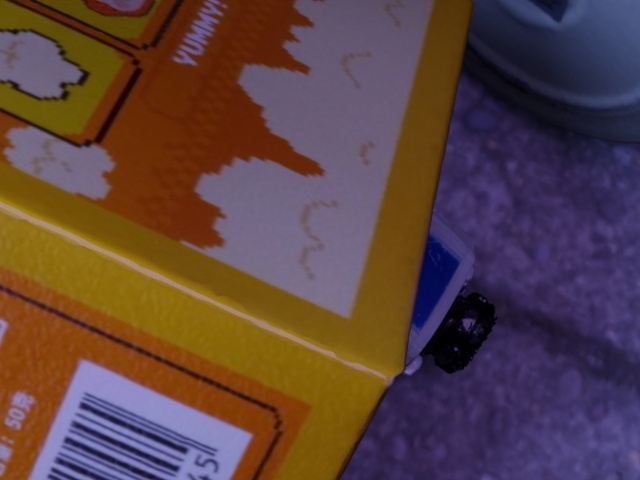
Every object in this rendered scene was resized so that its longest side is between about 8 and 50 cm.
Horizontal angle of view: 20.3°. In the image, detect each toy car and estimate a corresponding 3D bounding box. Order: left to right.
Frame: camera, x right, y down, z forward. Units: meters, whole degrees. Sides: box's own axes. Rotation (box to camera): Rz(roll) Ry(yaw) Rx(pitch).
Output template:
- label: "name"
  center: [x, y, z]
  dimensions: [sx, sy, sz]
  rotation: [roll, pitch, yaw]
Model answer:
- label: "toy car"
  center: [0.000, 0.000, 0.801]
  dimensions: [0.170, 0.070, 0.080]
  rotation: [33, 69, 0]

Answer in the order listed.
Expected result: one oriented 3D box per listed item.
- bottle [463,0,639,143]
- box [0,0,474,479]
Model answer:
- label: "bottle"
  center: [0.204, -0.224, 0.841]
  dimensions: [0.229, 0.229, 0.352]
  rotation: [43, 67, 3]
- label: "box"
  center: [-0.107, 0.037, 0.609]
  dimensions: [0.213, 0.283, 0.259]
  rotation: [25, 30, -6]
